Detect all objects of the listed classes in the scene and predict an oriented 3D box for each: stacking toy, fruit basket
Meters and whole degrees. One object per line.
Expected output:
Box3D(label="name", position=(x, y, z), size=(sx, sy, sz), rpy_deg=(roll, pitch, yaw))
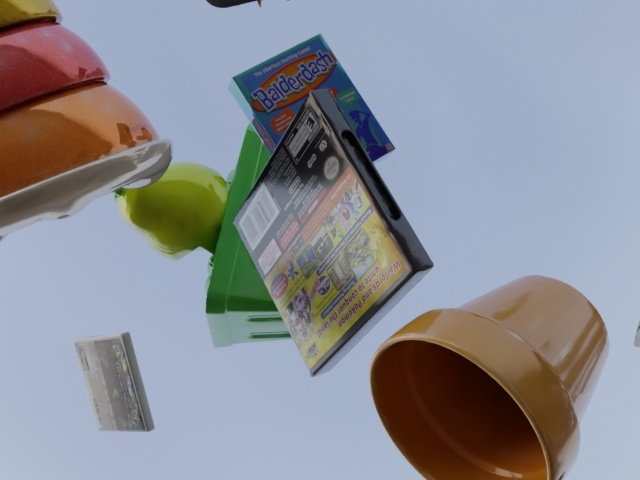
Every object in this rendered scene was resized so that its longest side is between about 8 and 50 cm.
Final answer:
Box3D(label="stacking toy", position=(-0.444, -0.253, 1.130), size=(0.351, 0.350, 0.480), rpy_deg=(-21, -82, 5))
Box3D(label="fruit basket", position=(-0.178, -0.018, 1.449), size=(0.392, 0.392, 0.283), rpy_deg=(-2, -24, -4))

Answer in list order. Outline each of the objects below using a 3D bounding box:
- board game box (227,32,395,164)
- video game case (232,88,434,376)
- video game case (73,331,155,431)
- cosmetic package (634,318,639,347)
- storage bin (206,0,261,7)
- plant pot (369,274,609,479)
Box3D(label="board game box", position=(-0.013, -0.179, 1.200), size=(0.160, 0.047, 0.210), rpy_deg=(-32, -94, -19))
Box3D(label="video game case", position=(0.000, 0.000, 0.993), size=(0.035, 0.248, 0.275), rpy_deg=(-13, -25, -35))
Box3D(label="video game case", position=(-0.395, 0.272, 1.555), size=(0.173, 0.022, 0.190), rpy_deg=(-11, -86, 43))
Box3D(label="cosmetic package", position=(0.314, 0.039, 0.721), size=(0.041, 0.115, 0.060), rpy_deg=(15, -23, 23))
Box3D(label="storage bin", position=(-0.057, -0.275, 0.752), size=(0.135, 0.091, 0.098), rpy_deg=(-17, -51, -10))
Box3D(label="plant pot", position=(0.185, 0.133, 0.809), size=(0.188, 0.205, 0.205), rpy_deg=(-34, -57, -35))
